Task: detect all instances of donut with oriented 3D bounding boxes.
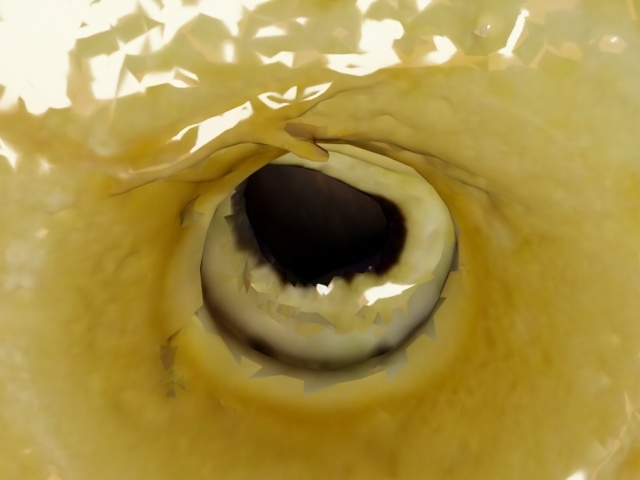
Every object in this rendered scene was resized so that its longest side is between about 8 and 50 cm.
[{"bbox_3d":[0.000,0.000,0.658,0.448,0.198,0.449,-1,113,-3],"label":"donut"}]
